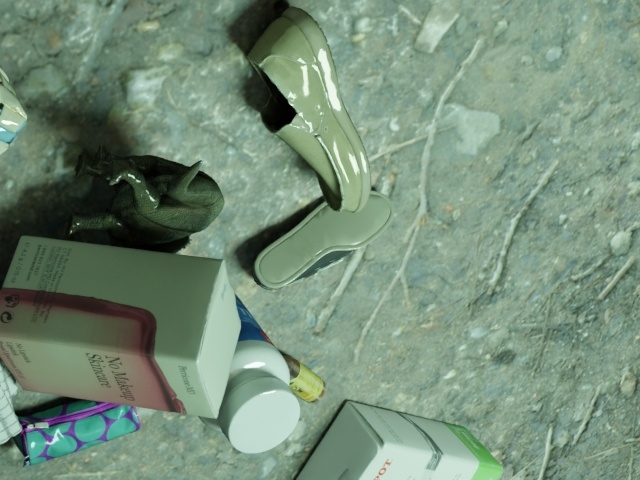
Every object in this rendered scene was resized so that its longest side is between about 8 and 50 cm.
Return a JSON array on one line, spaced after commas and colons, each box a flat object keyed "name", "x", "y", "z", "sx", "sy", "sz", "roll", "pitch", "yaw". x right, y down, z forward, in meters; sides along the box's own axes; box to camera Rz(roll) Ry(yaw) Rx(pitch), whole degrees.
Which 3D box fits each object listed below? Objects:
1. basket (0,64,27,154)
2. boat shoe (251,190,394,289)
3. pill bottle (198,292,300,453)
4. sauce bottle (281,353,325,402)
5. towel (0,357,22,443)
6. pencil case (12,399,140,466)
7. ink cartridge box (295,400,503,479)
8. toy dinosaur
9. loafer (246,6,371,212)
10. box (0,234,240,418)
[{"name": "basket", "x": -0.433, "y": -0.097, "z": 1.043, "sx": 0.289, "sy": 0.201, "sz": 0.255, "roll": -40, "pitch": 142, "yaw": 1}, {"name": "boat shoe", "x": 0.000, "y": 0.000, "z": 1.485, "sx": 0.206, "sy": 0.075, "sz": 0.065, "roll": -31, "pitch": 174, "yaw": -17}, {"name": "pill bottle", "x": -0.112, "y": 0.153, "z": 1.395, "sx": 0.124, "sy": 0.221, "sz": 0.124, "roll": -16, "pitch": 128, "yaw": -22}, {"name": "sauce bottle", "x": -0.043, "y": 0.181, "z": 1.579, "sx": 0.042, "sy": 0.042, "sz": 0.128, "roll": -47, "pitch": 130, "yaw": 4}, {"name": "towel", "x": -0.464, "y": 0.150, "z": 1.235, "sx": 0.235, "sy": 0.121, "sz": 0.283, "roll": -32, "pitch": 143, "yaw": -20}, {"name": "pencil case", "x": -0.303, "y": 0.228, "z": 1.435, "sx": 0.152, "sy": 0.064, "sz": 0.070, "roll": -16, "pitch": 152, "yaw": -23}, {"name": "ink cartridge box", "x": 0.112, "y": 0.370, "z": 1.750, "sx": 0.273, "sy": 0.115, "sz": 0.198, "roll": 20, "pitch": 108, "yaw": -39}, {"name": "toy dinosaur", "x": -0.175, "y": -0.044, "z": 1.254, "sx": 0.160, "sy": 0.121, "sz": 0.313, "roll": 15, "pitch": 147, "yaw": -28}, {"name": "loafer", "x": -0.018, "y": -0.139, "z": 1.346, "sx": 0.092, "sy": 0.102, "sz": 0.268, "roll": -27, "pitch": 121, "yaw": -11}, {"name": "box", "x": -0.218, "y": 0.095, "z": 1.259, "sx": 0.233, "sy": 0.126, "sz": 0.148, "roll": 7, "pitch": 149, "yaw": 9}]
